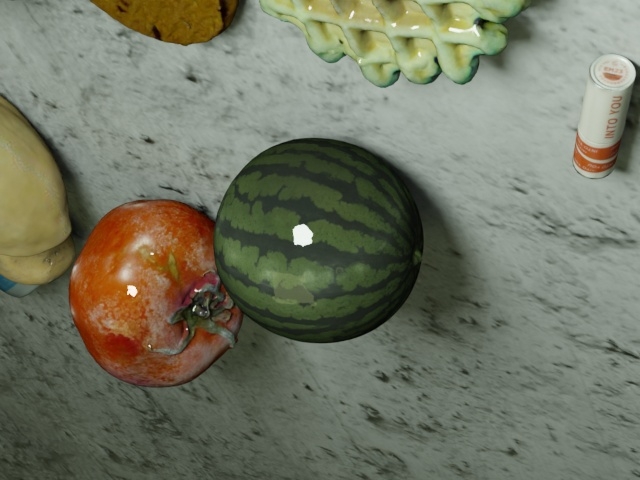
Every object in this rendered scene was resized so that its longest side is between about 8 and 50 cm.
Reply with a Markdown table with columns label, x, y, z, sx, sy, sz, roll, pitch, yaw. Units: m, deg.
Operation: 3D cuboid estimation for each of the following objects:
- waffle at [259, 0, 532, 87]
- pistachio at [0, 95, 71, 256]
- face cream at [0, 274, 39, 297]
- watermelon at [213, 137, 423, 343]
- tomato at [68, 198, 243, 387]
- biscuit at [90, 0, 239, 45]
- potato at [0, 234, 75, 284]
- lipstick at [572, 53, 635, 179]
| label | x | y | z | sx | sy | sz | roll | pitch | yaw |
| --- | --- | --- | --- | --- | --- | --- | --- | --- | --- |
| waffle | 0.020 | -0.243 | 1.192 | 0.309 | 0.056 | 0.292 | 34 | 154 | -5 |
| pistachio | -0.428 | -0.091 | 1.797 | 0.293 | 0.181 | 0.162 | 42 | 169 | -38 |
| face cream | -0.534 | -0.045 | 2.110 | 0.336 | 0.080 | 0.163 | 38 | 152 | -16 |
| watermelon | 0.000 | 0.000 | 1.482 | 0.212 | 0.212 | 0.212 | 24 | 154 | 13 |
| tomato | -0.204 | 0.065 | 1.810 | 0.188 | 0.232 | 0.232 | 24 | 157 | 45 |
| biscuit | -0.167 | -0.262 | 1.378 | 0.212 | 0.036 | 0.212 | 23 | 152 | 13 |
| potato | -0.400 | -0.005 | 2.020 | 0.147 | 0.112 | 0.112 | 39 | 153 | -23 |
| lipstick | 0.236 | -0.102 | 1.241 | 0.038 | 0.038 | 0.131 | 23 | 154 | 16 |
